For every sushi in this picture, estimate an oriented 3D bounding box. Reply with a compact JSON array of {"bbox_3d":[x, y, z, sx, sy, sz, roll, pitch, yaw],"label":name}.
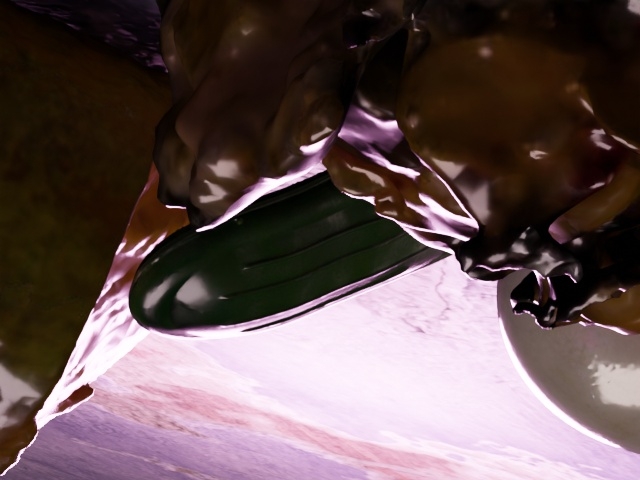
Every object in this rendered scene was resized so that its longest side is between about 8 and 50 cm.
[{"bbox_3d":[0.062,-0.073,0.597,0.204,0.200,0.213,18,165,-22],"label":"sushi"}]

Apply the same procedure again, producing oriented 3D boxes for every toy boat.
[{"bbox_3d":[0.000,0.000,1.004,0.210,0.052,0.104,-22,147,-20],"label":"toy boat"}]

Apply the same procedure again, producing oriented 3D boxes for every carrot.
[{"bbox_3d":[-0.193,-0.008,1.022,0.341,0.241,0.241,24,163,-23],"label":"carrot"}]

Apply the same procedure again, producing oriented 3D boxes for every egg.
[{"bbox_3d":[0.184,0.033,0.957,0.209,0.151,0.151,11,169,-29],"label":"egg"}]
